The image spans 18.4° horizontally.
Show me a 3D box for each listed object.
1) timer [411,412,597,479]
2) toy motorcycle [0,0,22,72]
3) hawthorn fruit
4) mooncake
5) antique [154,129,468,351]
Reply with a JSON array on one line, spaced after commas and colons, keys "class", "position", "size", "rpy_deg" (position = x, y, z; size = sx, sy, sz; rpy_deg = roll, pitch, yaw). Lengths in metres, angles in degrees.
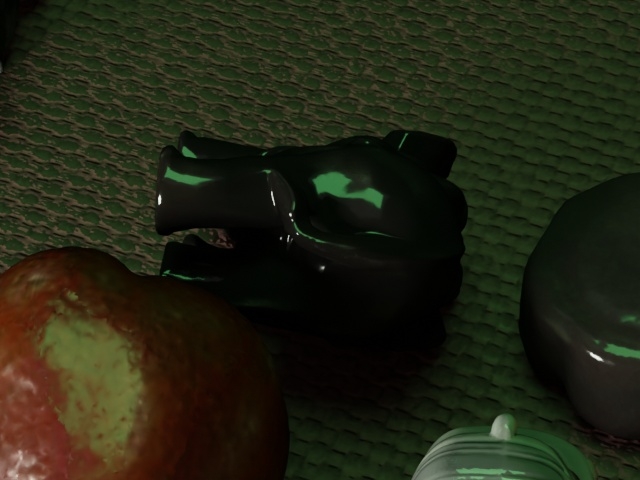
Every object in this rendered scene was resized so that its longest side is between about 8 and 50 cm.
[{"class": "timer", "position": [0.115, 0.249, 1.324], "size": [0.290, 0.315, 0.291], "rpy_deg": [1, 44, -1]}, {"class": "toy motorcycle", "position": [-0.351, -0.251, 1.941], "size": [0.127, 0.205, 0.275], "rpy_deg": [7, 64, 3]}, {"class": "hawthorn fruit", "position": [-0.160, 0.154, 1.461], "size": [0.295, 0.295, 0.311], "rpy_deg": [-10, 47, -9]}, {"class": "mooncake", "position": [0.289, 0.052, 1.650], "size": [0.245, 0.133, 0.245], "rpy_deg": [0, 45, 0]}, {"class": "antique", "position": [0.000, 0.000, 1.634], "size": [0.255, 0.185, 0.322], "rpy_deg": [1, 4, 0]}]
